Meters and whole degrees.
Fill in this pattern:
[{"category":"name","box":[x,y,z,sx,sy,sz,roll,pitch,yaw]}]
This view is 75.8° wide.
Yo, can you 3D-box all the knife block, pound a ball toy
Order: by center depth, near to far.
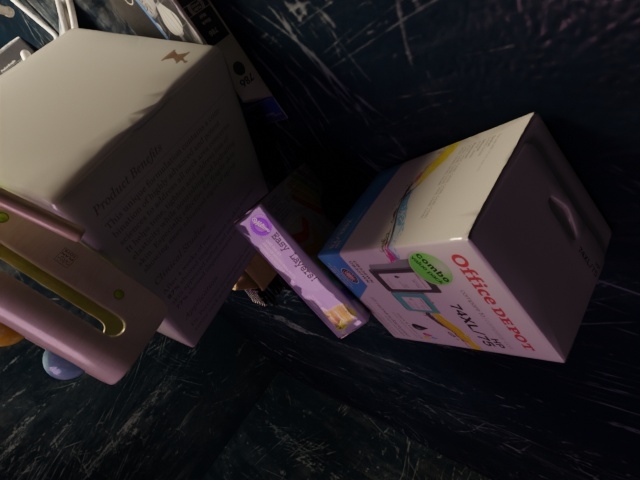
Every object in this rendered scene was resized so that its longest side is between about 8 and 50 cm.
[{"category":"pound a ball toy","box":[-0.338,0.041,0.453,0.319,0.136,0.208,42,147,-23]},{"category":"knife block","box":[-0.194,0.081,1.335,0.088,0.242,0.276,8,96,46]}]

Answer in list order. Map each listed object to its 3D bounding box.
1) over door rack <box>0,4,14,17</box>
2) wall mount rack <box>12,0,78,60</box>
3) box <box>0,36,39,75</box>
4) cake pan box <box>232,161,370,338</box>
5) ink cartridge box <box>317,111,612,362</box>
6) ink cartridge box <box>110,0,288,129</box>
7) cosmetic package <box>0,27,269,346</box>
[{"category":"over door rack","box":[-0.701,-0.547,0.745,0.324,0.108,0.240,11,112,14]},{"category":"wall mount rack","box":[-0.629,-0.480,0.908,0.350,0.130,0.304,-9,96,57]},{"category":"box","box":[-0.755,-0.423,1.128,0.207,0.108,0.153,49,175,-21]},{"category":"cake pan box","box":[0.000,0.000,0.718,0.070,0.267,0.246,-35,100,24]},{"category":"ink cartridge box","box":[0.177,0.006,0.544,0.198,0.197,0.270,46,154,-18]},{"category":"ink cartridge box","box":[-0.208,-0.313,0.685,0.165,0.065,0.333,3,138,51]},{"category":"cosmetic package","box":[-0.322,-0.085,0.711,0.327,0.330,0.394,17,147,21]}]
